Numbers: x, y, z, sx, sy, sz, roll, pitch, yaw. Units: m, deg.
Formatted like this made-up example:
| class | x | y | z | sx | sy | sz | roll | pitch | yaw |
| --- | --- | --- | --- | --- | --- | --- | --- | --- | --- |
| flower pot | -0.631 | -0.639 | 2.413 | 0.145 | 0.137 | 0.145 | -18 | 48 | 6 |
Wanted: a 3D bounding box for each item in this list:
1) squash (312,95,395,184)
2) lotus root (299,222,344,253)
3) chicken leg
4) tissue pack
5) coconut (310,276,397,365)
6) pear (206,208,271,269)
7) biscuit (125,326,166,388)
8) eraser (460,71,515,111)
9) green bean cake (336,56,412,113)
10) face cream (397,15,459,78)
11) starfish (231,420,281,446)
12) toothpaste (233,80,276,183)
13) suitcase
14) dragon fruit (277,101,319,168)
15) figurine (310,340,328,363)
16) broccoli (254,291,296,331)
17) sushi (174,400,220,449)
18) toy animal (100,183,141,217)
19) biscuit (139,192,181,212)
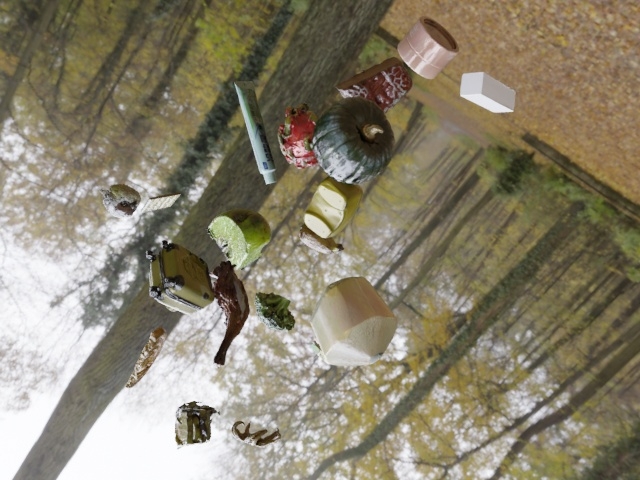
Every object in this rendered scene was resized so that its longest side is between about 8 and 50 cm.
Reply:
| class | x | y | z | sx | sy | sz | roll | pitch | yaw |
| --- | --- | --- | --- | --- | --- | --- | --- | --- | --- |
| squash | 0.083 | -0.246 | 1.278 | 0.218 | 0.218 | 0.172 | 39 | 160 | 8 |
| lotus root | 0.000 | 0.000 | 1.995 | 0.191 | 0.094 | 0.108 | 38 | 177 | 21 |
| chicken leg | -0.335 | 0.269 | 1.927 | 0.158 | 0.096 | 0.406 | 16 | -115 | -39 |
| tissue pack | 0.042 | -0.104 | 1.482 | 0.123 | 0.178 | 0.127 | 40 | -140 | 15 |
| coconut | 0.101 | 0.252 | 1.524 | 0.239 | 0.239 | 0.244 | 18 | -147 | -45 |
| pear | -0.314 | -0.047 | 2.089 | 0.164 | 0.255 | 0.238 | -29 | -104 | -38 |
| biscuit | -0.550 | 0.371 | 1.679 | 0.033 | 0.224 | 0.144 | 31 | -167 | 2 |
| eraser | 0.593 | -0.516 | 1.823 | 0.078 | 0.076 | 0.298 | 9 | -174 | 39 |
| green bean cake | 0.197 | -0.539 | 1.817 | 0.198 | 0.233 | 0.097 | 46 | -171 | -44 |
| face cream | 0.312 | -0.558 | 1.505 | 0.149 | 0.104 | 0.149 | 23 | -135 | -25 |
| starfish | -0.211 | 0.680 | 1.812 | 0.190 | 0.074 | 0.146 | 4 | 158 | 30 |
| toothpaste | -0.179 | -0.307 | 1.477 | 0.075 | 0.048 | 0.296 | -23 | -79 | -49 |
| suitcase | -0.479 | 0.134 | 1.753 | 0.235 | 0.143 | 0.193 | 42 | -157 | -52 |
| dragon fruit | -0.045 | -0.313 | 1.547 | 0.160 | 0.167 | 0.171 | 48 | 166 | 45 |
| figurine | 0.016 | 0.482 | 2.288 | 0.083 | 0.083 | 0.187 | 24 | -170 | -33 |
| broccoli | -0.228 | 0.358 | 2.614 | 0.227 | 0.175 | 0.198 | 11 | -177 | 26 |
| sushi | -0.382 | 0.568 | 1.584 | 0.131 | 0.139 | 0.291 | 0 | 168 | -22 |
| toy animal | -0.576 | -0.109 | 1.470 | 0.138 | 0.098 | 0.098 | 2 | -173 | 20 |
| biscuit | -0.680 | -0.160 | 2.195 | 0.139 | 0.231 | 0.016 | -15 | -93 | -28 |
